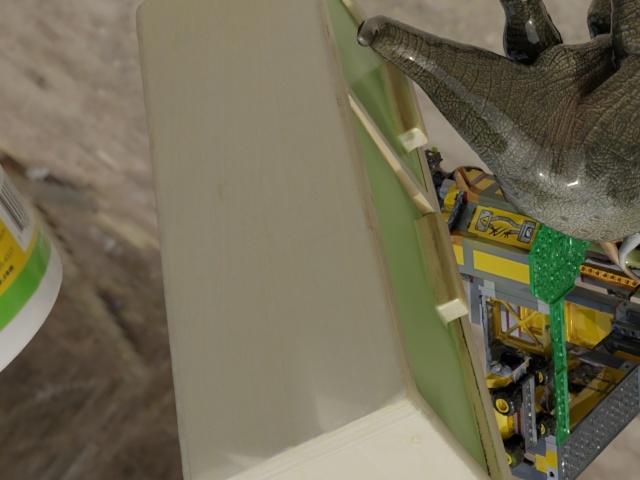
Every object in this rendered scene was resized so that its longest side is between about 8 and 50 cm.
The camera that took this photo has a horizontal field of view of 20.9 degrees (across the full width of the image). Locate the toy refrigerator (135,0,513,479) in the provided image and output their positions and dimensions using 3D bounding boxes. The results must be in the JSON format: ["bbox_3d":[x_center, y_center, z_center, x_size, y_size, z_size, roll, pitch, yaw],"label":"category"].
[{"bbox_3d":[0.000,0.000,0.685,0.102,0.094,0.269,51,-161,-41],"label":"toy refrigerator"}]

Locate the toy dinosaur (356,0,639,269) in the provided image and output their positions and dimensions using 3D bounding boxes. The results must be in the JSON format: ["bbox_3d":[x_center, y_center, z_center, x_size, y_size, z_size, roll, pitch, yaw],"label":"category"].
[{"bbox_3d":[0.138,-0.062,0.801,0.121,0.160,0.313,-3,180,33],"label":"toy dinosaur"}]

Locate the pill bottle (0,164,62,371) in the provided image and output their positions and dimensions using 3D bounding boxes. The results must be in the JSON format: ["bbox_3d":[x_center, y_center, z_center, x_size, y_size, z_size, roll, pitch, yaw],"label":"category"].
[{"bbox_3d":[-0.227,-0.046,0.727,0.136,0.136,0.245,19,145,57],"label":"pill bottle"}]

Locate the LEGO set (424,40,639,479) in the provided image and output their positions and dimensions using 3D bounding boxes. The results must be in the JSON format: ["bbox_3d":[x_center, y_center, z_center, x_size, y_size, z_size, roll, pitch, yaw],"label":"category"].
[{"bbox_3d":[0.128,-0.002,1.095,0.192,0.331,0.255,16,135,35],"label":"LEGO set"}]
